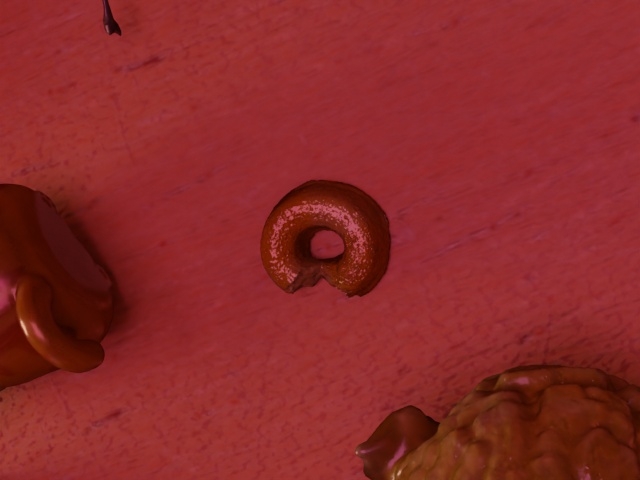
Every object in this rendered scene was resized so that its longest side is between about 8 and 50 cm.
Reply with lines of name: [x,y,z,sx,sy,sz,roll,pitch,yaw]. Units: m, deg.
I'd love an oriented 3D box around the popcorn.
popcorn: [0.153,0.216,0.899,0.258,0.224,0.270,-38,89,25]

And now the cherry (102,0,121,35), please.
cherry: [-0.093,-0.256,1.005,0.148,0.115,0.188,-6,103,-19]

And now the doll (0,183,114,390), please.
doll: [-0.298,0.071,1.071,0.270,0.162,0.166,-31,99,29]

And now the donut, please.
donut: [0.000,0.000,1.023,0.108,0.043,0.097,-3,95,15]
